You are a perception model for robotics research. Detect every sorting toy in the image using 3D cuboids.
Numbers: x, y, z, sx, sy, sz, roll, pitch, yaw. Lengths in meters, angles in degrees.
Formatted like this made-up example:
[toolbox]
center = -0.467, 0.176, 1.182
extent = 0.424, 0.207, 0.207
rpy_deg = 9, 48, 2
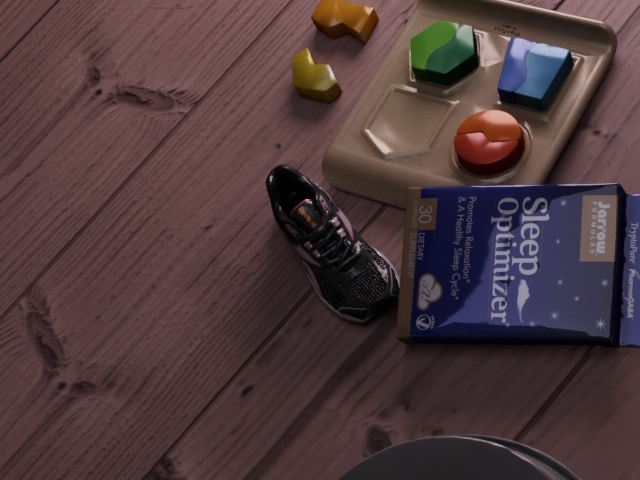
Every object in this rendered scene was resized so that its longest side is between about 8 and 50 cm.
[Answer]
[sorting toy]
center = 0.094, -0.141, 1.511
extent = 0.307, 0.041, 0.229
rpy_deg = 18, 69, 30

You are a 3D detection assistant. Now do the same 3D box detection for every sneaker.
[sneaker]
center = 0.000, 0.000, 1.444
extent = 0.072, 0.077, 0.178
rpy_deg = -42, 55, -4

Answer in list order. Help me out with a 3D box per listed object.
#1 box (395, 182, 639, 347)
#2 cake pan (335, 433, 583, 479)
[box]
center = 0.178, 0.020, 1.368
extent = 0.225, 0.036, 0.136
rpy_deg = 0, 75, 21
[cake pan]
center = 0.092, 0.277, 1.255
extent = 0.293, 0.054, 0.293
rpy_deg = -10, 57, 16
